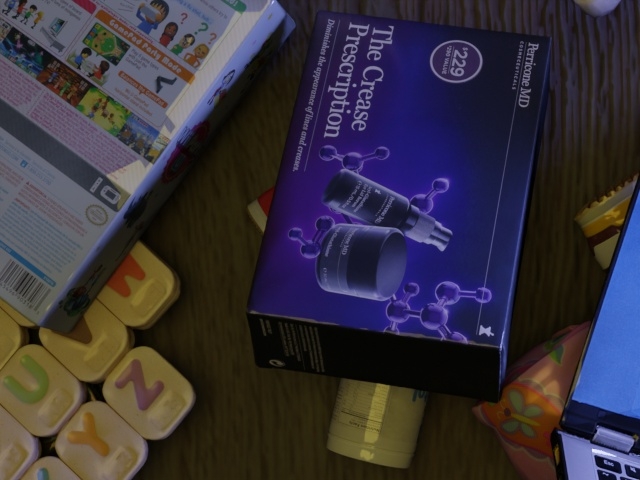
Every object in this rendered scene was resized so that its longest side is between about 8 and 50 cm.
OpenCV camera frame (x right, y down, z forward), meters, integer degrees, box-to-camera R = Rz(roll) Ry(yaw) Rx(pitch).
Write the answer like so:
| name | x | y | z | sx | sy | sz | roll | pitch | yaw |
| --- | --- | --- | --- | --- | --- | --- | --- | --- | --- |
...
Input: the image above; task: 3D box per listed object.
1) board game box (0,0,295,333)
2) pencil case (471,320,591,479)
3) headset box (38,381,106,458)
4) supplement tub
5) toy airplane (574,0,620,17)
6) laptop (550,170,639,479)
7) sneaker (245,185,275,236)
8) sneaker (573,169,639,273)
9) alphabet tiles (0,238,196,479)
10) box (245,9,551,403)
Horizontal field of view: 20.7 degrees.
| name | x | y | z | sx | sy | sz | roll | pitch | yaw |
| --- | --- | --- | --- | --- | --- | --- | --- | --- | --- |
| board game box | -0.199 | -0.115 | 1.353 | 0.224 | 0.097 | 0.303 | 36 | 90 | 13 |
| pencil case | 0.235 | 0.199 | 1.294 | 0.124 | 0.124 | 0.284 | -37 | 83 | 5 |
| headset box | -0.209 | 0.132 | 1.405 | 0.083 | 0.032 | 0.062 | -31 | 82 | 7 |
| supplement tub | 0.049 | 0.116 | 1.347 | 0.071 | 0.071 | 0.107 | 13 | 90 | 9 |
| toy airplane | 0.336 | -0.298 | 1.252 | 0.384 | 0.272 | 0.386 | 26 | 102 | 49 |
| laptop | 0.377 | 0.143 | 1.155 | 0.381 | 0.408 | 0.236 | 18 | 125 | -13 |
| sneaker | 0.000 | 0.000 | 1.375 | 0.067 | 0.042 | 0.118 | -39 | 80 | 8 |
| sneaker | 0.289 | -0.034 | 1.326 | 0.185 | 0.069 | 0.084 | -31 | 92 | 12 |
| alphabet tiles | -0.246 | 0.098 | 1.390 | 0.278 | 0.021 | 0.284 | 41 | 91 | 20 |
| box | 0.063 | -0.029 | 1.289 | 0.184 | 0.103 | 0.261 | 9 | 63 | 6 |
